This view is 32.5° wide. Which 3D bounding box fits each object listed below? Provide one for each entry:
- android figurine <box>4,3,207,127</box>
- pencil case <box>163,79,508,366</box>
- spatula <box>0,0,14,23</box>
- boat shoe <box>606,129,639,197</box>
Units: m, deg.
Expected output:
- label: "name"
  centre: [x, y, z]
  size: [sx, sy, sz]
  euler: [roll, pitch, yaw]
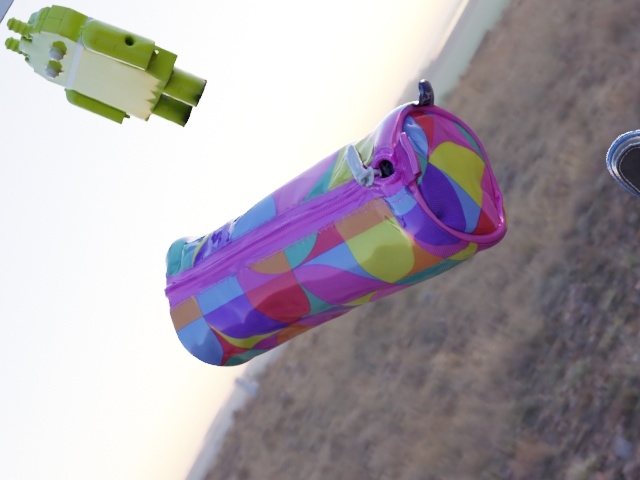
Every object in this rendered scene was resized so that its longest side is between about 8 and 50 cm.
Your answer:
- label: "android figurine"
  centre: [-0.296, -0.235, 1.499]
  size: [0.248, 0.272, 0.056]
  euler: [147, 142, -66]
- label: "pencil case"
  centre: [0.000, 0.000, 0.669]
  size: [0.236, 0.104, 0.104]
  euler: [-31, 20, 39]
- label: "spatula"
  centre: [-0.399, -0.149, 1.004]
  size: [0.242, 0.168, 0.019]
  euler: [-64, -18, -14]
- label: "boat shoe"
  centre: [0.331, -0.037, 0.929]
  size: [0.066, 0.183, 0.066]
  euler: [-70, 4, -67]
